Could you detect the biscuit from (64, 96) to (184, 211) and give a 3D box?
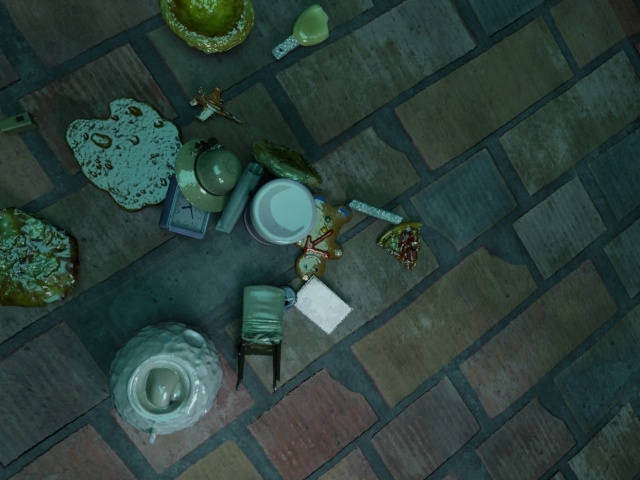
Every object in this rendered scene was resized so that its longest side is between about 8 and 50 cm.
[{"bbox_3d":[-0.634,-0.290,1.448,0.380,0.074,0.359,24,84,-12],"label":"biscuit"}]

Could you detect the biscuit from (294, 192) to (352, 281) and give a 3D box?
[{"bbox_3d":[0.000,0.000,1.617,0.205,0.049,0.324,25,85,-13],"label":"biscuit"}]

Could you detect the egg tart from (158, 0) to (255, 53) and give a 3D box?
[{"bbox_3d":[-0.383,-0.785,1.490,0.318,0.128,0.319,0,91,-12],"label":"egg tart"}]

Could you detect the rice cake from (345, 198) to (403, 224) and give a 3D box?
[{"bbox_3d":[0.204,-0.109,1.649,0.226,0.085,0.040,19,92,-13],"label":"rice cake"}]

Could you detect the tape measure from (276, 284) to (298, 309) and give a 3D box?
[{"bbox_3d":[-0.132,0.206,1.572,0.094,0.054,0.091,-44,93,7],"label":"tape measure"}]

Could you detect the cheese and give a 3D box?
[{"bbox_3d":[-0.072,-0.749,1.606,0.255,0.050,0.127,-43,100,-9],"label":"cheese"}]

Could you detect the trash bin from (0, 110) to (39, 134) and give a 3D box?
[{"bbox_3d":[-0.951,-0.367,1.378,0.092,0.061,0.043,-23,95,-10],"label":"trash bin"}]

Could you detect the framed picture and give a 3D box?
[{"bbox_3d":[0.003,0.239,1.614,0.201,0.010,0.136,42,96,-11],"label":"framed picture"}]

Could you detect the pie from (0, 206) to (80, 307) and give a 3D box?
[{"bbox_3d":[-0.931,0.060,1.355,0.354,0.103,0.289,28,83,-16],"label":"pie"}]

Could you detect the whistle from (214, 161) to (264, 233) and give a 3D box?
[{"bbox_3d":[-0.272,-0.128,1.444,0.062,0.312,0.062,20,43,-20],"label":"whistle"}]

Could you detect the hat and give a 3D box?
[{"bbox_3d":[-0.328,-0.225,1.430,0.257,0.130,0.258,13,74,-49],"label":"hat"}]

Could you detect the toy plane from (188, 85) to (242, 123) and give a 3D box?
[{"bbox_3d":[-0.360,-0.459,1.531,0.188,0.062,0.135,29,82,-26],"label":"toy plane"}]

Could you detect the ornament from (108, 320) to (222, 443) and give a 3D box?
[{"bbox_3d":[-0.475,0.418,1.360,0.336,0.337,0.338,0,89,-14],"label":"ornament"}]

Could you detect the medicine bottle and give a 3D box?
[{"bbox_3d":[-0.143,-0.086,1.443,0.202,0.316,0.203,0,90,-15],"label":"medicine bottle"}]

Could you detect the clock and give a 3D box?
[{"bbox_3d":[-0.440,-0.112,1.462,0.144,0.073,0.194,18,83,-47],"label":"clock"}]

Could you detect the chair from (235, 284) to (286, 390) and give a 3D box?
[{"bbox_3d":[-0.208,0.335,1.502,0.160,0.186,0.320,4,59,-10],"label":"chair"}]

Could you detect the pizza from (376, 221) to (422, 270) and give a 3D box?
[{"bbox_3d":[0.338,0.023,1.694,0.200,0.053,0.193,-32,97,-13],"label":"pizza"}]

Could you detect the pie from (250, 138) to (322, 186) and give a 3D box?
[{"bbox_3d":[-0.112,-0.262,1.492,0.274,0.274,0.055,25,113,-12],"label":"pie"}]
